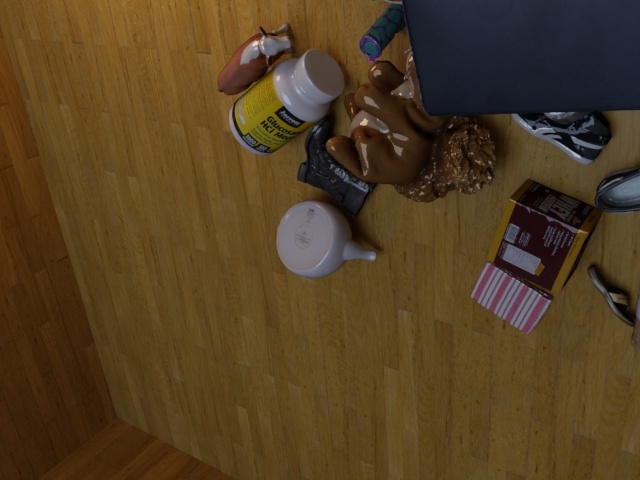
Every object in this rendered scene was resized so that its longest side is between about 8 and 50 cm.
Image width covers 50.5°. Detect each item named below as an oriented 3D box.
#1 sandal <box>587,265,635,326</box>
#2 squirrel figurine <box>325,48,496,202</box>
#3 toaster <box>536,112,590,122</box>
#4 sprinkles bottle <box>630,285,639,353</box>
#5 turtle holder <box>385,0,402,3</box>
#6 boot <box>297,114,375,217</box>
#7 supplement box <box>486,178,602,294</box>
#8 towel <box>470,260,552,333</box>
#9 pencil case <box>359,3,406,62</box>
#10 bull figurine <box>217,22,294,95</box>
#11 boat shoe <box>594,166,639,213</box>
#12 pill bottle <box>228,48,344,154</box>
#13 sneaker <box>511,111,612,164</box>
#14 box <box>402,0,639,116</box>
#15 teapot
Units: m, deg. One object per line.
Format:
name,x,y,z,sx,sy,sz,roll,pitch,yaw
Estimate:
sandal,0.716,0.133,1.650,0.049,0.072,0.180,-35,87,24
squirrel figurine,0.268,-0.288,1.652,0.397,0.281,0.370,43,126,-10
toaster,0.526,-0.327,1.402,0.227,0.146,0.129,-34,79,28
sprinkles bottle,0.783,0.098,1.526,0.121,0.121,0.355,14,124,32
turtle holder,0.192,-0.669,1.438,0.243,0.227,0.320,42,117,17
boot,0.061,-0.212,1.956,0.229,0.091,0.263,30,135,14
supplement box,0.541,-0.011,1.648,0.194,0.129,0.191,28,130,23
towel,0.514,0.153,1.846,0.197,0.029,0.144,35,133,21
pencil case,0.155,-0.504,1.641,0.064,0.151,0.070,24,150,25
bull figurine,-0.169,-0.505,1.874,0.310,0.188,0.101,-24,100,45
boat shoe,0.740,-0.122,1.447,0.302,0.091,0.114,-23,100,45
pill bottle,-0.094,-0.385,1.887,0.334,0.188,0.188,-27,97,45
sneaker,0.550,-0.275,1.524,0.217,0.079,0.121,33,129,7
box,0.455,-0.447,1.160,0.480,0.472,0.297,4,130,32
teapot,0.000,0.000,2.064,0.252,0.187,0.256,-35,65,27
